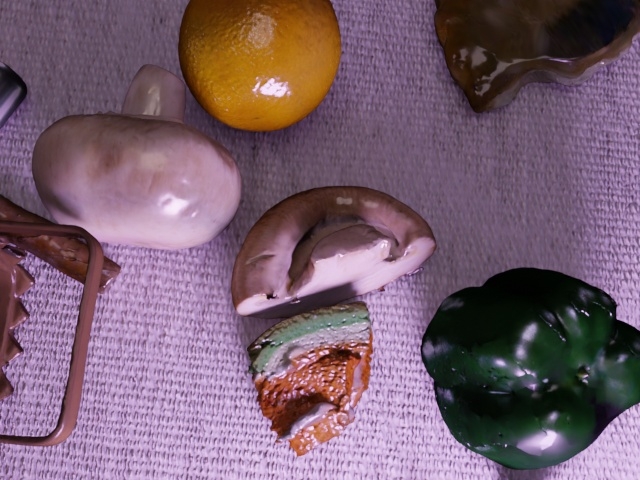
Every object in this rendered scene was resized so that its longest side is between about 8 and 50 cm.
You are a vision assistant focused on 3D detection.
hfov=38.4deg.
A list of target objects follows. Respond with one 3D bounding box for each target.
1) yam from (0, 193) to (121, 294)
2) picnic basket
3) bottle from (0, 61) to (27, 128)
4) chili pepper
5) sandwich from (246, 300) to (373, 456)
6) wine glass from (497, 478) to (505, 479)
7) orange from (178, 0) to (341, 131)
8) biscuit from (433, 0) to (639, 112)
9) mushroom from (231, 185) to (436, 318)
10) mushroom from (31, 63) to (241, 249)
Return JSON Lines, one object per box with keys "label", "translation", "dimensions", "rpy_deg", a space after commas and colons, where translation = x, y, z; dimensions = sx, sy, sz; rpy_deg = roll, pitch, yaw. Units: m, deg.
{"label": "yam", "translation": [-0.375, -0.004, 1.222], "dimensions": [0.241, 0.057, 0.056], "rpy_deg": [31, 75, 4]}
{"label": "picnic basket", "translation": [-0.421, 0.100, 1.069], "dimensions": [0.321, 0.291, 0.254], "rpy_deg": [3, 74, 9]}
{"label": "bottle", "translation": [-0.490, -0.127, 1.234], "dimensions": [0.096, 0.079, 0.253], "rpy_deg": [34, 74, -2]}
{"label": "chili pepper", "translation": [0.260, 0.149, 1.130], "dimensions": [0.248, 0.257, 0.233], "rpy_deg": [-41, 93, -14]}
{"label": "sandwich", "translation": [0.005, 0.170, 1.176], "dimensions": [0.185, 0.109, 0.159], "rpy_deg": [-24, 76, -10]}
{"label": "wine glass", "translation": [0.271, 0.452, 1.108], "dimensions": [0.144, 0.143, 0.321], "rpy_deg": [0, 77, -4]}
{"label": "orange", "translation": [-0.081, -0.260, 1.231], "dimensions": [0.236, 0.236, 0.236], "rpy_deg": [1, 75, -4]}
{"label": "biscuit", "translation": [0.318, -0.316, 1.348], "dimensions": [0.329, 0.078, 0.335], "rpy_deg": [26, 72, 7]}
{"label": "mushroom", "translation": [0.000, 0.000, 1.208], "dimensions": [0.286, 0.156, 0.151], "rpy_deg": [-16, 65, -20]}
{"label": "mushroom", "translation": [-0.223, -0.110, 1.172], "dimensions": [0.260, 0.254, 0.234], "rpy_deg": [14, 80, -44]}
